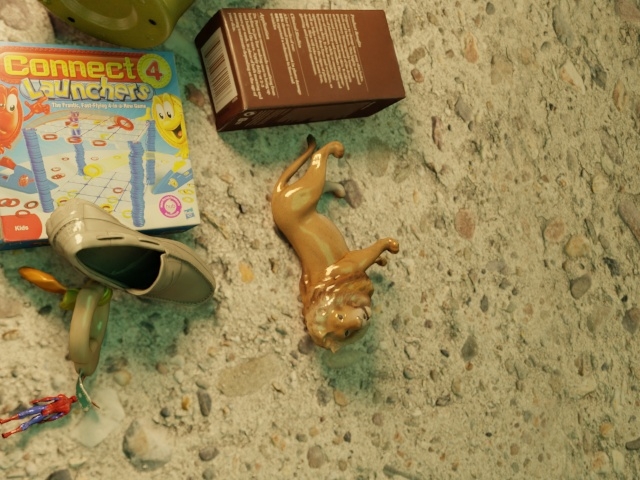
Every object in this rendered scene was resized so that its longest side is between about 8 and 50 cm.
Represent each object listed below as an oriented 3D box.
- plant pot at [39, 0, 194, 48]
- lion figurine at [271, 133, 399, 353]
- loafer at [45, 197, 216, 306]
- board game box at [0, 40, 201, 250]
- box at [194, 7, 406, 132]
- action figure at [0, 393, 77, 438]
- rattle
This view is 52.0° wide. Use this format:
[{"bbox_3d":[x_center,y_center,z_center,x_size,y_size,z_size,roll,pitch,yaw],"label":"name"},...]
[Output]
[{"bbox_3d":[-0.285,-0.508,1.017,0.366,0.366,0.353,25,71,-26],"label":"plant pot"},{"bbox_3d":[0.000,0.000,1.251,0.240,0.142,0.392,-30,83,-26],"label":"lion figurine"},{"bbox_3d":[-0.273,0.045,1.008,0.112,0.111,0.319,-46,141,10],"label":"loafer"},{"bbox_3d":[-0.369,-0.152,1.052,0.308,0.086,0.302,-8,85,-33],"label":"board game box"},{"bbox_3d":[-0.032,-0.335,1.275,0.381,0.143,0.191,-12,87,-32],"label":"box"},{"bbox_3d":[-0.416,0.256,0.978,0.115,0.030,0.038,-16,95,-39],"label":"action figure"},{"bbox_3d":[-0.393,0.153,0.991,0.142,0.130,0.200,8,103,-20],"label":"rattle"}]
